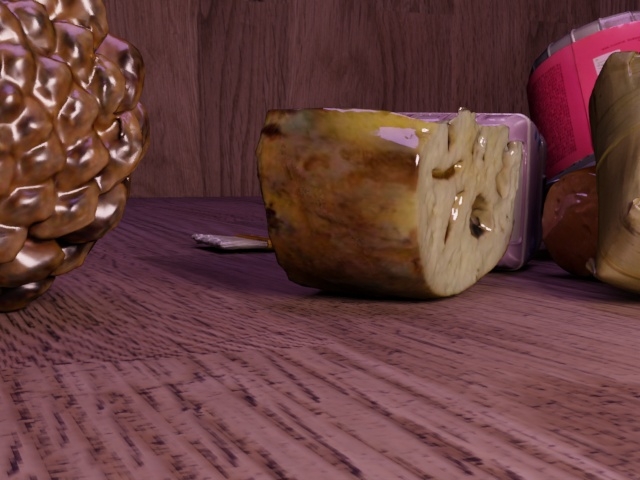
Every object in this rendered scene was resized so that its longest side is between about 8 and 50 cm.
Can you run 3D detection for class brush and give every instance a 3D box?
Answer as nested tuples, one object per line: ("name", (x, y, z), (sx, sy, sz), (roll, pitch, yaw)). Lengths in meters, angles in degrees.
("brush", (0.000, 0.000, 1.102), (0.272, 0.013, 0.103), (-1, 5, -25))

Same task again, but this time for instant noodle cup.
("instant noodle cup", (0.323, -0.123, 1.034), (0.302, 0.181, 0.258), (1, -22, -31))

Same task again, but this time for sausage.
("sausage", (0.313, -0.023, 0.861), (0.270, 0.109, 0.109), (-3, 6, -38))

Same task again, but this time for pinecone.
("pinecone", (-0.238, -0.060, 0.610), (0.243, 0.243, 0.257), (-4, -24, -43))

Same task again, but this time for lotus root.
("lotus root", (0.056, -0.027, 0.706), (0.119, 0.138, 0.235), (9, 8, 28))

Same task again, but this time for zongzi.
("zongzi", (0.317, -0.046, 0.692), (0.256, 0.115, 0.228), (5, 42, 8))

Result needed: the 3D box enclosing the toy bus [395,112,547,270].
("toy bus", (0.094, -0.047, 0.901), (0.202, 0.142, 0.142), (3, 5, 24))
